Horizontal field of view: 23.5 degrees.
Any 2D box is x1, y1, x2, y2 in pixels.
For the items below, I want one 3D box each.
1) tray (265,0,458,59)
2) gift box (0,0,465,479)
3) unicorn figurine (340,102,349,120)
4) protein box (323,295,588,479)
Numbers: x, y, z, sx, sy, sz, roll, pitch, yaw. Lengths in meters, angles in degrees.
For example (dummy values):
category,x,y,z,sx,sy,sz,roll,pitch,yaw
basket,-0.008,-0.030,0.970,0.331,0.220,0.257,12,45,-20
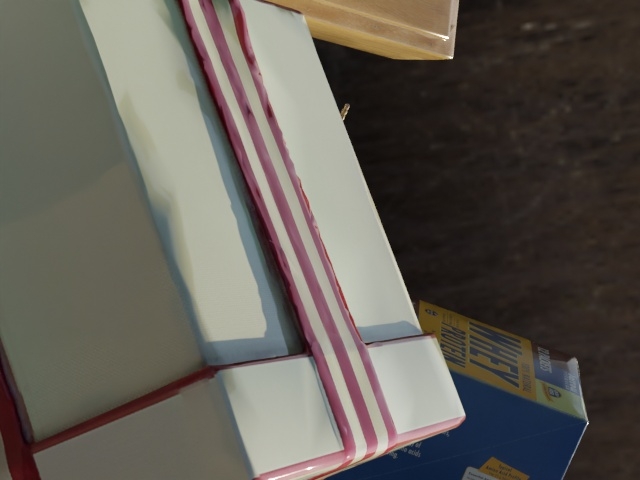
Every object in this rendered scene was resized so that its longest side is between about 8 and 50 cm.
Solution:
category,x,y,z,sx,sy,sz,roll,pitch,yaw
tray,-0.022,-0.276,1.222,0.411,0.076,0.203,6,91,-53
gift box,-0.111,0.050,0.712,0.255,0.276,0.258,-3,69,-60
unicorn figurine,0.000,0.000,0.913,0.162,0.060,0.111,70,18,7
protein box,0.094,0.176,1.304,0.136,0.199,0.201,-73,-176,-72
